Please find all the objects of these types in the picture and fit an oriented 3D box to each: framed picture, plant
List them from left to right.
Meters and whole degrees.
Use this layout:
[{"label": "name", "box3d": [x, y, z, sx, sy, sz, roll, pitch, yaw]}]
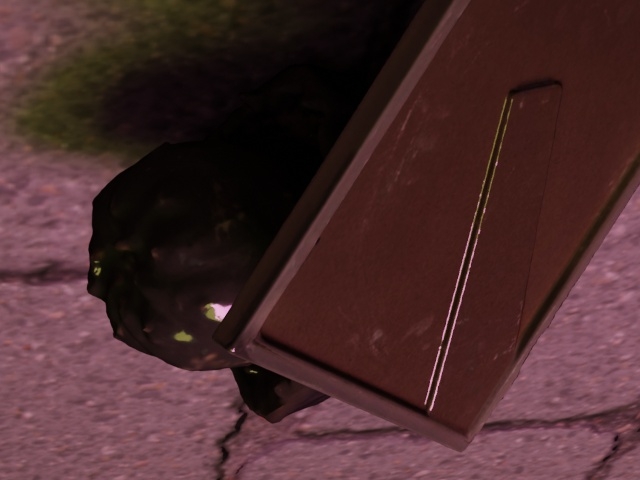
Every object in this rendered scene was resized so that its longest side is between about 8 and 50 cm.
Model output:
[{"label": "plant", "box3d": [0.000, 0.000, 0.994, 0.256, 0.164, 0.142, -8, 160, -37]}, {"label": "framed picture", "box3d": [0.090, -0.043, 0.895, 0.213, 0.016, 0.289, 28, 95, -50]}]
